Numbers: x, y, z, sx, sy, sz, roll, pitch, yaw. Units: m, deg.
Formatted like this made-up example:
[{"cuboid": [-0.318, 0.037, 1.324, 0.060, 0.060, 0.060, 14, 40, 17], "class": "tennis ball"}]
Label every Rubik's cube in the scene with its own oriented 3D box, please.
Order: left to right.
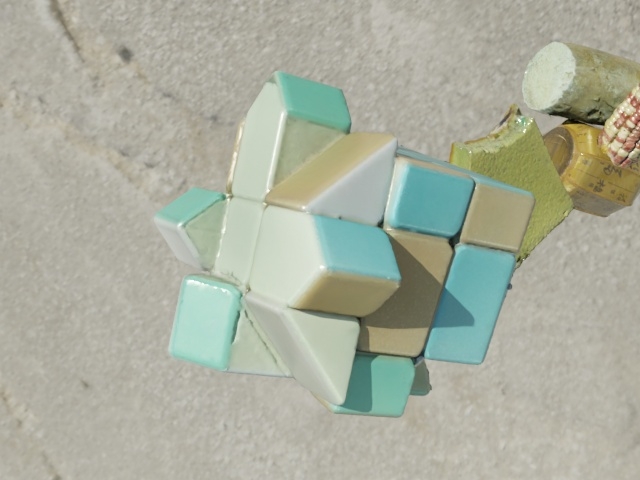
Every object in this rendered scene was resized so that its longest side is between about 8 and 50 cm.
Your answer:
[{"cuboid": [0.000, 0.000, 0.648, 0.265, 0.212, 0.224, 30, 107, 59], "class": "Rubik's cube"}]

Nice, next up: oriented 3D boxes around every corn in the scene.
[{"cuboid": [0.482, -0.201, 1.235, 0.079, 0.079, 0.237, 35, 133, 3], "class": "corn"}]

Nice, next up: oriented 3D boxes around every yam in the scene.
[{"cuboid": [0.524, -0.246, 1.504, 0.330, 0.133, 0.133, 15, 131, -5], "class": "yam"}]

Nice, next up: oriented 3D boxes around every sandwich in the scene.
[{"cuboid": [0.226, -0.047, 1.214, 0.063, 0.245, 0.212, 26, 155, 54], "class": "sandwich"}]

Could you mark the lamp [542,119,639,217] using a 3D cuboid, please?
[{"cuboid": [0.479, -0.128, 1.557, 0.185, 0.161, 0.161, 13, 139, -26], "class": "lamp"}]
